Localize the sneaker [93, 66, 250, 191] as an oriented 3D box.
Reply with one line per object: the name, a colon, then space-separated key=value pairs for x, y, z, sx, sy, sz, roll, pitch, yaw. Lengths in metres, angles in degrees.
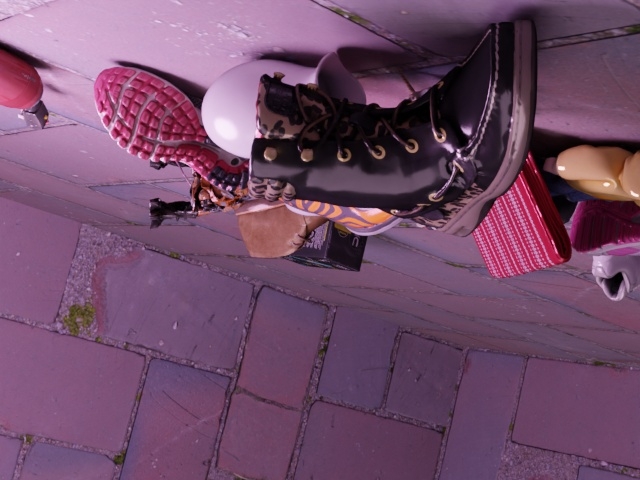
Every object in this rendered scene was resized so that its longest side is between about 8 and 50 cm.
sneaker: x=-0.223 y=-0.172 z=1.778 sx=0.299 sy=0.121 sz=0.112 roll=31 pitch=-168 yaw=-39

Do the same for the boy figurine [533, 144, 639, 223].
boy figurine: x=0.387 y=-0.072 z=1.539 sx=0.177 sy=0.092 sz=0.285 roll=21 pitch=172 yaw=-24

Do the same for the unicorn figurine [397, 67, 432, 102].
unicorn figurine: x=0.178 y=-0.155 z=1.430 sx=0.111 sy=0.060 sz=0.162 roll=0 pitch=162 yaw=41

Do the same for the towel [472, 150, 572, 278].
towel: x=0.260 y=-0.047 z=1.649 sx=0.031 sy=0.199 sz=0.275 roll=-22 pitch=178 yaw=-13

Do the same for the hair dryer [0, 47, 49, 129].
hair dryer: x=-0.540 y=-0.231 z=1.807 sx=0.223 sy=0.080 sz=0.293 roll=-1 pitch=158 yaw=-8

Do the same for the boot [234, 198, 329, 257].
boot: x=-0.026 y=-0.036 z=2.157 sx=0.305 sy=0.115 sz=0.112 roll=-9 pitch=-179 yaw=39

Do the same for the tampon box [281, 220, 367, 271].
tampon box: x=0.000 y=0.000 z=2.516 sx=0.161 sy=0.101 sz=0.120 roll=4 pitch=168 yaw=43

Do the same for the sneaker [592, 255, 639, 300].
sneaker: x=0.521 y=0.052 z=2.014 sx=0.090 sy=0.115 sz=0.232 roll=5 pitch=168 yaw=44

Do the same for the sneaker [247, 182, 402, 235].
sneaker: x=-0.008 y=-0.092 z=1.887 sx=0.321 sy=0.124 sz=0.180 roll=5 pitch=168 yaw=45

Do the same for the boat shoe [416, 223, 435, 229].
boat shoe: x=0.218 y=-0.038 z=2.129 sx=0.043 sy=0.049 sz=0.137 roll=13 pitch=174 yaw=-16

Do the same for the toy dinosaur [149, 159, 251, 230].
toy dinosaur: x=-0.202 y=-0.094 z=2.133 sx=0.218 sy=0.164 sz=0.322 roll=0 pitch=159 yaw=-9

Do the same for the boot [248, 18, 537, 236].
boot: x=0.069 y=-0.125 z=1.287 sx=0.284 sy=0.138 sz=0.377 roll=8 pitch=159 yaw=-4

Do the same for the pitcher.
pitcher: x=-0.032 y=-0.161 z=1.502 sx=0.207 sy=0.125 sz=0.178 roll=-6 pitch=154 yaw=37

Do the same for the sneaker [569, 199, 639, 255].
sneaker: x=0.470 y=-0.015 z=1.722 sx=0.111 sy=0.103 sz=0.252 roll=20 pitch=170 yaw=-28
